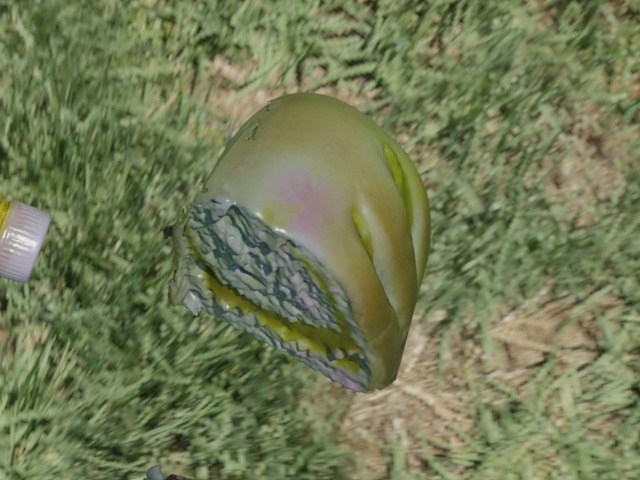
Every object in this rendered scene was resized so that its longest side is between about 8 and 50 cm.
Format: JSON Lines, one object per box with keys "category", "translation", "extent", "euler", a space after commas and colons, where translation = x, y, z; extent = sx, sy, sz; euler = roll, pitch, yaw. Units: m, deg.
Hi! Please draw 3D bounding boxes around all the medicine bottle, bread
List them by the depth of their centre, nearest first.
{"category": "bread", "translation": [0.002, -0.006, 0.950], "extent": [0.158, 0.260, 0.156], "euler": [25, 99, 3]}
{"category": "medicine bottle", "translation": [-0.348, -0.029, 1.366], "extent": [0.212, 0.122, 0.122], "euler": [21, 77, -11]}

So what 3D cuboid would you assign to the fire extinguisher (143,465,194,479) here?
{"category": "fire extinguisher", "translation": [-0.208, 0.359, 1.569], "extent": [0.337, 0.106, 0.147], "euler": [-51, 58, 14]}
